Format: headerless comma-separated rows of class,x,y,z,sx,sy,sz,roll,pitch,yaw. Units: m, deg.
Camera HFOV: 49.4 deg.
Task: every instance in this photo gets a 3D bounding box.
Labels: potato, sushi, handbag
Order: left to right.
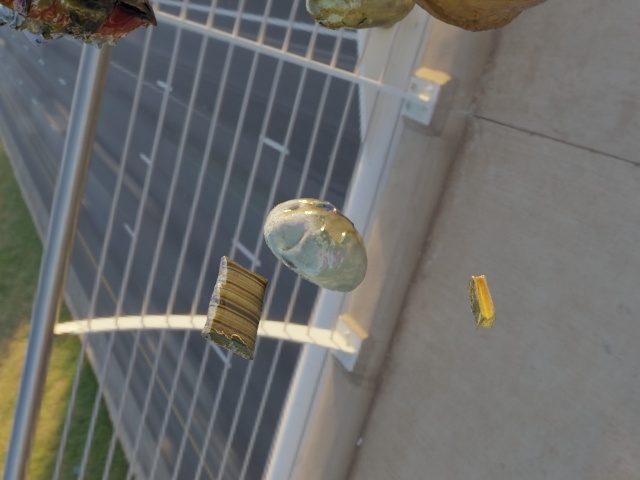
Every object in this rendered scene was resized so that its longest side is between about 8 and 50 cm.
sushi,-0.305,-0.281,0.818,0.103,0.226,0.097,-45,66,30
potato,0.061,-0.366,1.070,0.107,0.170,0.080,-138,39,-66
handbag,0.274,0.106,1.190,0.061,0.027,0.083,88,175,-60

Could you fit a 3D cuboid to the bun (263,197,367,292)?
bun,0.004,0.003,1.575,0.168,0.272,0.273,-55,37,10

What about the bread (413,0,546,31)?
bread,0.168,-0.363,0.668,0.172,0.312,0.313,12,92,53

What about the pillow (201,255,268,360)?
pillow,-0.161,0.128,1.330,0.038,0.113,0.204,-45,24,37

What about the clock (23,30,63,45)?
clock,-0.399,-0.439,1.080,0.253,0.186,0.083,-29,37,4
